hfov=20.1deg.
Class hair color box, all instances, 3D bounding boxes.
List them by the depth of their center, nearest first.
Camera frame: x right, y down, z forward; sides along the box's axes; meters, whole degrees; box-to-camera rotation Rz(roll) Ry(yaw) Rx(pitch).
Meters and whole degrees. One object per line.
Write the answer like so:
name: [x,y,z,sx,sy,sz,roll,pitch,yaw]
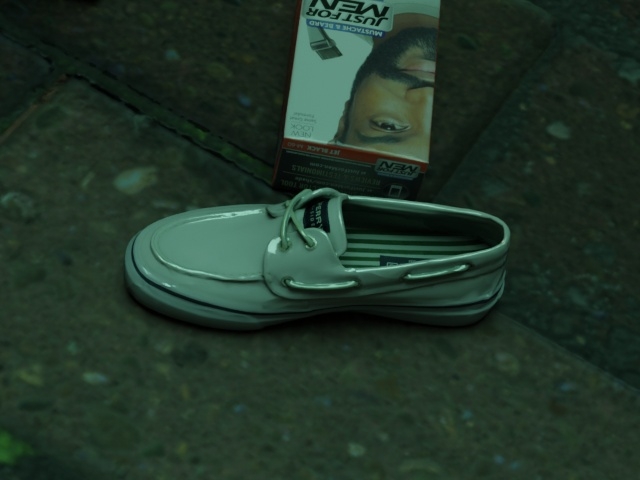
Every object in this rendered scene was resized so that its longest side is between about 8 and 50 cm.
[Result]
hair color box: [0.025,-0.104,1.152,0.093,0.053,0.167,9,53,-4]

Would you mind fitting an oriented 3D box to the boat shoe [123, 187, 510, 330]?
boat shoe: [0.000,0.000,1.051,0.226,0.075,0.083,0,52,-11]
